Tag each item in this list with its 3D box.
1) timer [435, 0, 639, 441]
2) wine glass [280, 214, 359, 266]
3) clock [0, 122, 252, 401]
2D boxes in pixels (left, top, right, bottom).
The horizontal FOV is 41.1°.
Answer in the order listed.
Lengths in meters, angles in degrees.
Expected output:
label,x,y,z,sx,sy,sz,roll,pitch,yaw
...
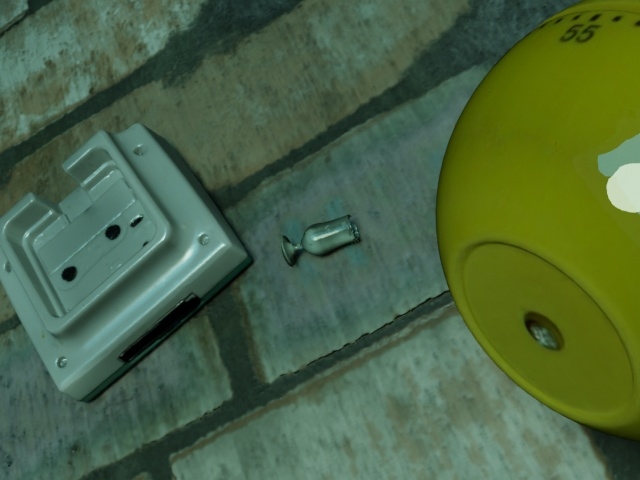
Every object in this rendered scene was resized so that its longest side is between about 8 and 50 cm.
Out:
label,x,y,z,sx,sy,sz,roll,pitch,yaw
timer,0.289,-0.040,0.655,0.387,0.376,0.376,-36,54,-21
wine glass,0.000,0.000,0.925,0.083,0.042,0.039,-18,90,15
clock,-0.248,0.015,0.991,0.262,0.116,0.231,-41,57,4
